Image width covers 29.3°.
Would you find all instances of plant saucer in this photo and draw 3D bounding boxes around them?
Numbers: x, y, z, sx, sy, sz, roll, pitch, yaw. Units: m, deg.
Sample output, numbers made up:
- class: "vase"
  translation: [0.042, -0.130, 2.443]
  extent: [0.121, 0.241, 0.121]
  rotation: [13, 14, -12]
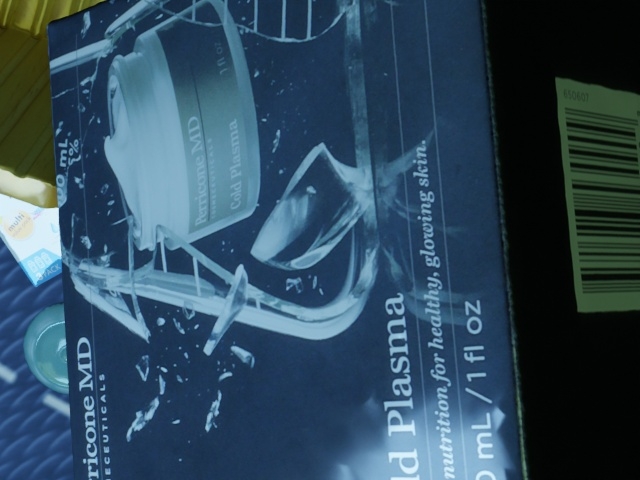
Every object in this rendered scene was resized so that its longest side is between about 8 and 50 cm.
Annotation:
- class: "plant saucer"
  translation: [-0.298, 0.133, 1.462]
  extent: [0.119, 0.021, 0.119]
  rotation: [0, 105, 0]

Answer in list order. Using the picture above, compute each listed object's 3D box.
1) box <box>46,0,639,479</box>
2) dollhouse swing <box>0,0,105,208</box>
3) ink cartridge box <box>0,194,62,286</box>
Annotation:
- class: "box"
  translation: [0.037, 0.009, 1.018]
  extent: [0.472, 0.297, 0.479]
  rotation: [-10, 82, 43]
- class: "dollhouse swing"
  translation: [-0.298, -0.243, 1.215]
  extent: [0.347, 0.305, 0.315]
  rotation: [19, 105, -4]
- class: "ink cartridge box"
  translation: [-0.326, -0.053, 1.390]
  extent: [0.104, 0.061, 0.181]
  rotation: [-30, 102, 8]
